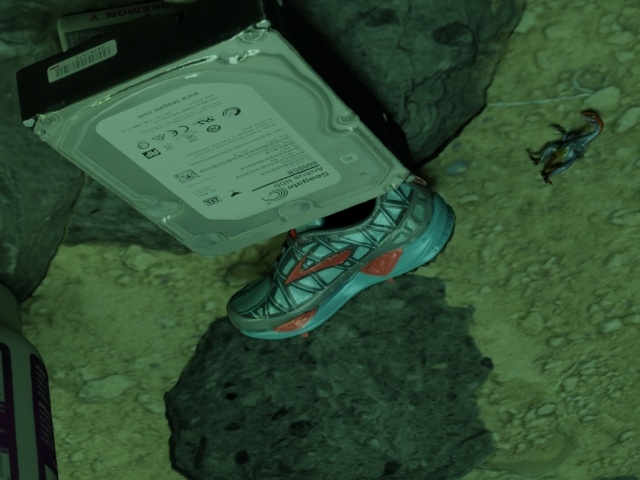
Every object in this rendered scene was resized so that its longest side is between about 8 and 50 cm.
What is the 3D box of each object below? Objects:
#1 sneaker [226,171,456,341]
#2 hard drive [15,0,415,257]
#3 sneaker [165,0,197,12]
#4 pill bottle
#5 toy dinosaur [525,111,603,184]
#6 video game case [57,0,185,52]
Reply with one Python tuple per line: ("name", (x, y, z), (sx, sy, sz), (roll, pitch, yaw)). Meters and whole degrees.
("sneaker", (0.000, 0.000, 1.729), (0.262, 0.104, 0.125), (-31, 121, 16))
("hard drive", (-0.082, -0.098, 1.524), (0.237, 0.064, 0.339), (-20, 153, 16))
("sneaker", (-0.039, -0.261, 1.391), (0.228, 0.087, 0.092), (-27, 147, 28))
("pill bottle", (-0.347, 0.187, 1.670), (0.169, 0.301, 0.169), (-8, 141, -6))
("toy dinosaur", (0.251, -0.098, 1.722), (0.082, 0.047, 0.090), (-32, 172, 9))
("video game case", (-0.132, -0.141, 1.552), (0.183, 0.023, 0.201), (-10, 142, -4))
